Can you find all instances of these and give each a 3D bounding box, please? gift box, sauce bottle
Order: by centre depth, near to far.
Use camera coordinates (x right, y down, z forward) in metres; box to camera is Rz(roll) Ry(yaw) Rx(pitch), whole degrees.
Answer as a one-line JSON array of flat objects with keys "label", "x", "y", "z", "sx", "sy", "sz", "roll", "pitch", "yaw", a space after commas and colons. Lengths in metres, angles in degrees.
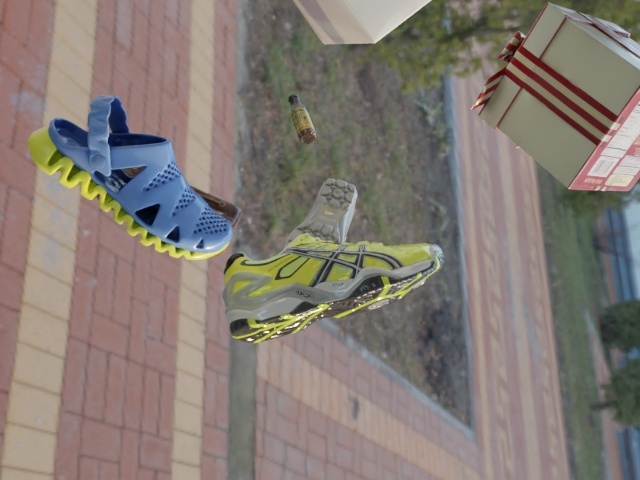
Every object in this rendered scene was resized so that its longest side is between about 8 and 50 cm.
[{"label": "gift box", "x": 0.432, "y": -0.232, "z": 1.468, "sx": 0.255, "sy": 0.276, "sz": 0.258, "roll": 4, "pitch": 38, "yaw": -47}, {"label": "sauce bottle", "x": -0.044, "y": -0.265, "z": 1.859, "sx": 0.042, "sy": 0.042, "sz": 0.128, "roll": 50, "pitch": 15, "yaw": -53}]

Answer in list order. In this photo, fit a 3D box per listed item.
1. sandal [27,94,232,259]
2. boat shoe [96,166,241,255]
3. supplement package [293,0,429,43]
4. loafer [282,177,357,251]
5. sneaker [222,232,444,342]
[{"label": "sandal", "x": -0.253, "y": -0.092, "z": 1.229, "sx": 0.317, "sy": 0.138, "sz": 0.126, "roll": 35, "pitch": 20, "yaw": -16}, {"label": "boat shoe", "x": -0.313, "y": -0.098, "z": 1.652, "sx": 0.123, "sy": 0.342, "sz": 0.123, "roll": -63, "pitch": 177, "yaw": -25}, {"label": "supplement package", "x": 0.061, "y": -0.429, "z": 1.356, "sx": 0.175, "sy": 0.178, "sz": 0.293, "roll": 53, "pitch": -4, "yaw": -18}, {"label": "loafer", "x": 0.000, "y": 0.000, "z": 1.740, "sx": 0.319, "sy": 0.112, "sz": 0.111, "roll": -59, "pitch": 165, "yaw": -47}, {"label": "sneaker", "x": 0.024, "y": 0.048, "z": 1.417, "sx": 0.145, "sy": 0.385, "sz": 0.147, "roll": 115, "pitch": -40, "yaw": -63}]
